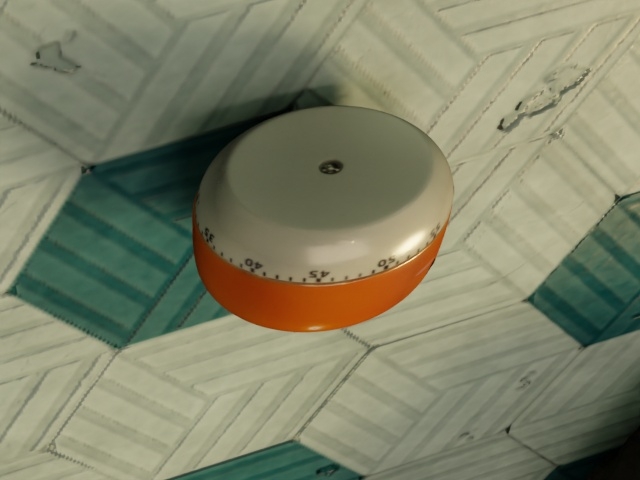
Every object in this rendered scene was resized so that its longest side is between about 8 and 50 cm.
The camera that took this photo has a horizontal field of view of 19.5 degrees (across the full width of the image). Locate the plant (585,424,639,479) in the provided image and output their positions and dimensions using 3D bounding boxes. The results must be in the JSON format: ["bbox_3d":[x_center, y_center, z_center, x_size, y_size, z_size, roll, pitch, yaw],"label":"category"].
[{"bbox_3d":[0.289,0.246,1.355,0.213,0.215,0.312,5,140,-29],"label":"plant"}]

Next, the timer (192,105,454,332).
[{"bbox_3d":[0.000,0.000,0.923,0.136,0.099,0.136,-7,140,-6],"label":"timer"}]
